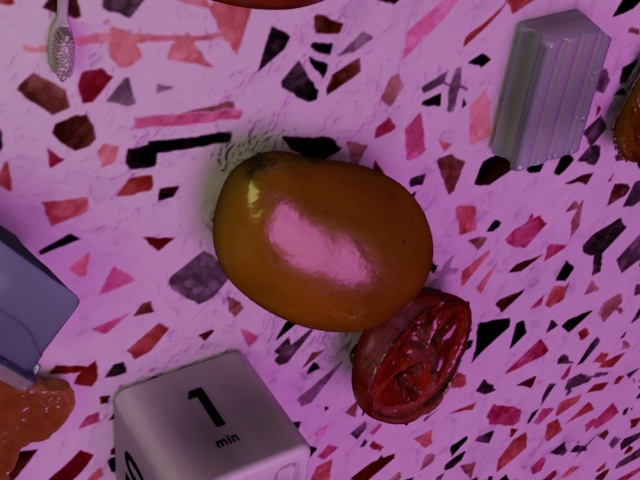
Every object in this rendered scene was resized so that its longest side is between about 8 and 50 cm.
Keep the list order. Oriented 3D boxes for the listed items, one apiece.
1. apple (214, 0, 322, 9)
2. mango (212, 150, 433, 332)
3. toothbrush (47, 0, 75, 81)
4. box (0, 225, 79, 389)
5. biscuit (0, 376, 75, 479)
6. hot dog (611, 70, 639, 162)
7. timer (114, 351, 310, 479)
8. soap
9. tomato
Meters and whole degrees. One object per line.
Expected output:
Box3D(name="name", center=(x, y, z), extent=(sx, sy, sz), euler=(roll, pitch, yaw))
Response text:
Box3D(name="apple", center=(-0.029, -0.347, 0.794), extent=(0.277, 0.348, 0.348), euler=(31, 105, -23))
Box3D(name="mango", center=(0.000, 0.000, 1.276), extent=(0.317, 0.173, 0.211), euler=(24, 109, -41))
Box3D(name="toothbrush", center=(-0.221, -0.278, 0.942), extent=(0.025, 0.029, 0.307), euler=(-7, 130, -25))
Box3D(name="box", center=(-0.353, 0.038, 1.033), extent=(0.130, 0.162, 0.227), euler=(-50, 142, -6))
Box3D(name="biscuit", center=(-0.456, 0.216, 1.193), extent=(0.376, 0.051, 0.269), euler=(-11, 130, -34))
Box3D(name="hot dog", center=(0.524, -0.230, 1.557), extent=(0.162, 0.082, 0.270), euler=(-2, 126, -40))
Box3D(name="timer", center=(-0.147, 0.294, 1.406), extent=(0.194, 0.195, 0.192), euler=(-17, 135, -28))
Box3D(name="soap", center=(0.303, -0.197, 1.416), extent=(0.119, 0.066, 0.198), euler=(-19, 136, -28))
Box3D(name="tomato", center=(0.124, 0.162, 1.584), extent=(0.228, 0.101, 0.228), euler=(-28, 137, -29))
